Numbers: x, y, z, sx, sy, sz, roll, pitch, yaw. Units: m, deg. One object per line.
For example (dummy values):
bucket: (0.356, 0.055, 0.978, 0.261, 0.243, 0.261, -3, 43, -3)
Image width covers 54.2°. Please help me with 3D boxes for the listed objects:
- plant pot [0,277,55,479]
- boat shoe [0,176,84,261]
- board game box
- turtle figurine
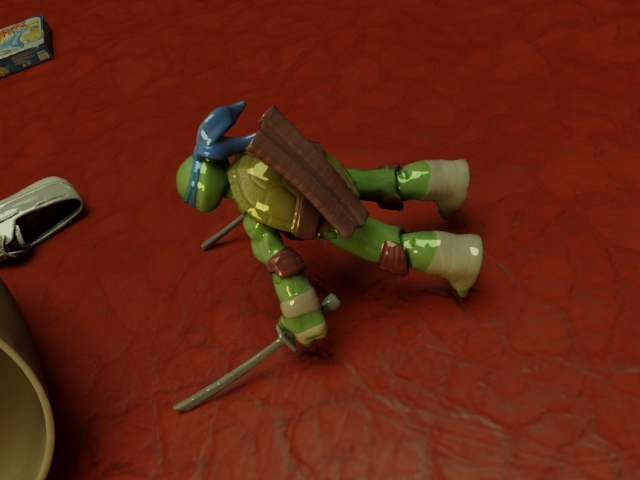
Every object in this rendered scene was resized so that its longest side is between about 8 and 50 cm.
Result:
plant pot: (-0.369, 0.097, 0.547, 0.256, 0.256, 0.274, -27, 30, -9)
boat shoe: (-0.373, -0.009, 0.757, 0.184, 0.066, 0.063, -34, 46, -28)
board game box: (-0.599, -0.344, 1.155, 0.201, 0.035, 0.136, -23, 46, -5)
turtle figurine: (0.000, 0.000, 0.604, 0.266, 0.275, 0.198, 4, 23, -6)
